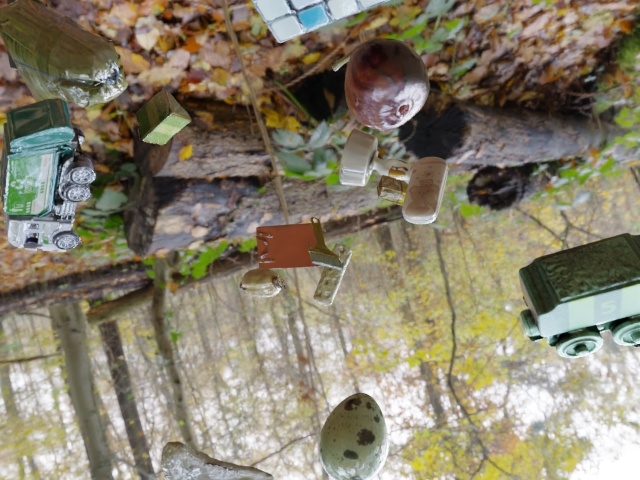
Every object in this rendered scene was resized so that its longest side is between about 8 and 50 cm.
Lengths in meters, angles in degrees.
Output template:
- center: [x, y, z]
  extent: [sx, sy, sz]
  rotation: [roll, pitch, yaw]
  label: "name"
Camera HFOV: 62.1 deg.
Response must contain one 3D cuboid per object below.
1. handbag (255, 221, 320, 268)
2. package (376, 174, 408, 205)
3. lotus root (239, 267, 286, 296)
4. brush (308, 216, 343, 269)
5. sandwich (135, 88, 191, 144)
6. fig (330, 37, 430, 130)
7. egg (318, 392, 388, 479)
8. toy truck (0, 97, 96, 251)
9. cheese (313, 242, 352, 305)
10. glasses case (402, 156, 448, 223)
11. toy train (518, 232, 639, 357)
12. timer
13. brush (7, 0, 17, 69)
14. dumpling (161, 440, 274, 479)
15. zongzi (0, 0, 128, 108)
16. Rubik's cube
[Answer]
- center: [-0.089, 0.016, 1.524]
  extent: [0.190, 0.127, 0.063]
  rotation: [-3, -177, 17]
  label: "handbag"
- center: [0.219, -0.128, 1.440]
  extent: [0.131, 0.047, 0.071]
  rotation: [18, -148, -9]
  label: "package"
- center: [-0.136, 0.099, 1.256]
  extent: [0.150, 0.073, 0.062]
  rotation: [-7, -156, 43]
  label: "lotus root"
- center: [0.000, 0.000, 1.337]
  extent: [0.083, 0.011, 0.205]
  rotation: [13, -147, -21]
  label: "brush"
- center: [-0.274, -0.207, 0.866]
  extent: [0.074, 0.074, 0.116]
  rotation: [-40, -175, 6]
  label: "sandwich"
- center: [0.131, -0.379, 1.184]
  extent: [0.187, 0.249, 0.203]
  rotation: [-21, 155, 5]
  label: "fig"
- center: [0.087, 0.500, 1.344]
  extent: [0.177, 0.228, 0.177]
  rotation: [16, 177, 1]
  label: "egg"
- center: [-0.430, -0.096, 0.831]
  extent: [0.124, 0.114, 0.253]
  rotation: [2, 134, -37]
  label: "toy truck"
- center: [0.036, 0.101, 1.599]
  extent: [0.065, 0.193, 0.043]
  rotation: [24, 176, -10]
  label: "cheese"
- center: [0.240, -0.117, 1.209]
  extent: [0.081, 0.051, 0.204]
  rotation: [4, -131, 20]
  label: "glasses case"
- center: [0.563, 0.120, 1.090]
  extent: [0.299, 0.166, 0.238]
  rotation: [-19, 135, 12]
  label: "toy train"
- center: [0.205, -0.222, 1.598]
  extent: [0.266, 0.175, 0.175]
  rotation: [16, -172, 11]
  label: "timer"
- center: [-0.839, -0.572, 1.470]
  extent: [0.063, 0.193, 0.016]
  rotation: [-8, -160, -24]
  label: "brush"
- center: [-0.287, 0.612, 1.370]
  extent: [0.166, 0.332, 0.086]
  rotation: [-52, -154, 7]
  label: "dumpling"
- center: [-0.474, -0.296, 1.032]
  extent: [0.125, 0.251, 0.274]
  rotation: [-48, 165, -32]
  label: "zongzi"
- center: [-0.031, -0.584, 1.001]
  extent: [0.254, 0.258, 0.256]
  rotation: [-14, 155, 16]
  label: "Rubik's cube"
